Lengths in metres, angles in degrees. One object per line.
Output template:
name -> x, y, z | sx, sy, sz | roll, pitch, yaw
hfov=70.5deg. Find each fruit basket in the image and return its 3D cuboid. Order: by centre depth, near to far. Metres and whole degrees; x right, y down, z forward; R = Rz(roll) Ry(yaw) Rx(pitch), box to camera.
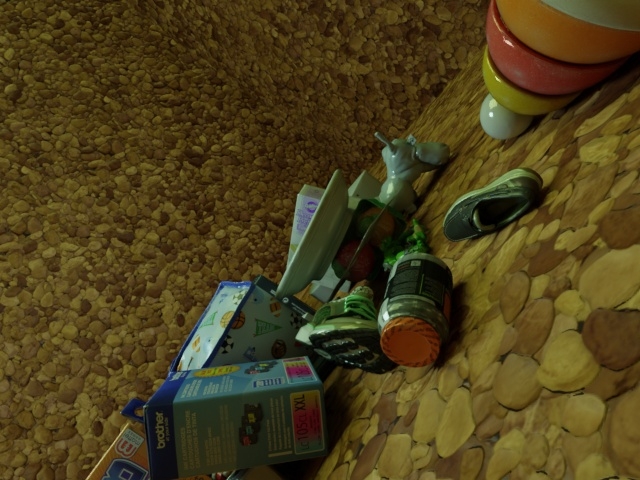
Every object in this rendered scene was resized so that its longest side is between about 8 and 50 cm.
fruit basket -> 0.106, 0.019, 1.287 | 0.353, 0.165, 0.327 | -37, -23, -57

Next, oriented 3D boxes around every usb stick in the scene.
usb stick -> 0.043, 0.281, 1.192 | 0.278, 0.045, 0.077 | -54, 4, 11

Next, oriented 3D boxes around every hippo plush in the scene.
hippo plush -> 0.299, -0.207, 1.501 | 0.294, 0.234, 0.237 | -8, -76, -77

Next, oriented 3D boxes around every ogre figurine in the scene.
ogre figurine -> 0.211, 0.021, 1.137 | 0.118, 0.097, 0.197 | -34, 30, 21

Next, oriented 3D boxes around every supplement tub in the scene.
supplement tub -> 0.163, 0.115, 0.773 | 0.117, 0.117, 0.190 | -51, 5, 35

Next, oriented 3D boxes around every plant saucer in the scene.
plant saucer -> 0.000, 0.000, 1.277 | 0.401, 0.100, 0.400 | -63, 1, 3

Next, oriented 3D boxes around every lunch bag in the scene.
lunch bag -> -0.214, 0.354, 1.249 | 0.238, 0.327, 0.386 | -9, 50, 53

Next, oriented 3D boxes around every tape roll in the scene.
tape roll -> 0.044, 0.153, 1.887 | 0.219, 0.072, 0.219 | -54, 4, 6

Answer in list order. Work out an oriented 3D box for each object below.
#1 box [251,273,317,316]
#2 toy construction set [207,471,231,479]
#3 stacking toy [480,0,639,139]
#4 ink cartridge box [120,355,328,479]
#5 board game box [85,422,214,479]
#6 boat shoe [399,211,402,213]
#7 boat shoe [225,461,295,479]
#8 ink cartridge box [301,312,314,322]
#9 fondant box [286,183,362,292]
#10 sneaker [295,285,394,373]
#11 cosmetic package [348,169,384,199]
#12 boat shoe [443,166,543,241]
box -> -0.286, 0.416, 1.983 | 0.472, 0.297, 0.480 | -57, 5, -9
toy construction set -> -0.297, 0.592, 1.428 | 0.237, 0.258, 0.308 | -41, 10, -38
stacking toy -> 0.426, -0.361, 0.874 | 0.351, 0.350, 0.480 | -56, -11, -25
ink cartridge box -> -0.199, 0.361, 0.953 | 0.270, 0.394, 0.151 | 159, 104, -81
board game box -> -0.508, 0.771, 1.249 | 0.357, 0.356, 0.356 | -57, 6, -33
boat shoe -> 0.276, -0.141, 1.683 | 0.073, 0.073, 0.207 | -54, 1, 34
boat shoe -> -0.171, 0.565, 0.963 | 0.340, 0.127, 0.158 | -46, -1, 3
ink cartridge box -> -0.082, 0.357, 1.571 | 0.160, 0.092, 0.219 | -56, 6, -28
fondant box -> 0.022, -0.003, 1.560 | 0.096, 0.238, 0.331 | -61, -15, -59
sneaker -> 0.063, 0.169, 0.991 | 0.182, 0.158, 0.410 | -61, 11, -18
cosmetic package -> 0.167, -0.099, 1.736 | 0.155, 0.196, 0.366 | -50, 8, 34
boat shoe -> 0.300, -0.051, 0.830 | 0.073, 0.080, 0.223 | -52, 7, -37
